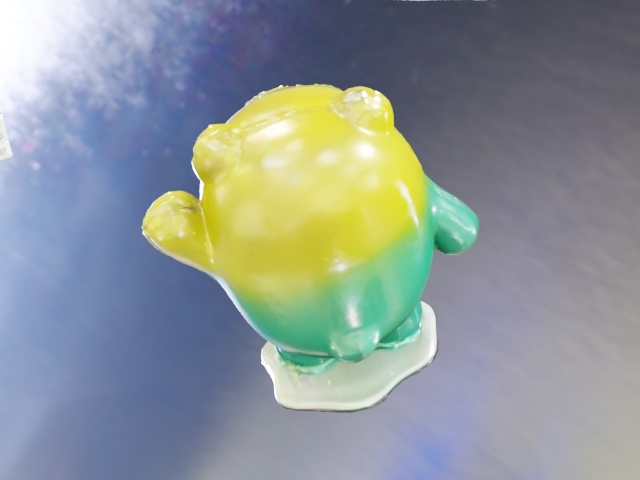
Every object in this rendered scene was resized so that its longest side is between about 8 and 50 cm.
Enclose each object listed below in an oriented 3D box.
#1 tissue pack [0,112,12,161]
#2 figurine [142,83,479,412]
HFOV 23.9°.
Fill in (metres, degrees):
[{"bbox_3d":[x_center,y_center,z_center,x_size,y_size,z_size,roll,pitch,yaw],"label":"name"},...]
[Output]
[{"bbox_3d":[-0.420,-0.117,1.820,0.042,0.083,0.062,18,125,46],"label":"tissue pack"},{"bbox_3d":[0.000,0.000,1.523,0.231,0.324,0.340,-109,1,-49],"label":"figurine"}]
